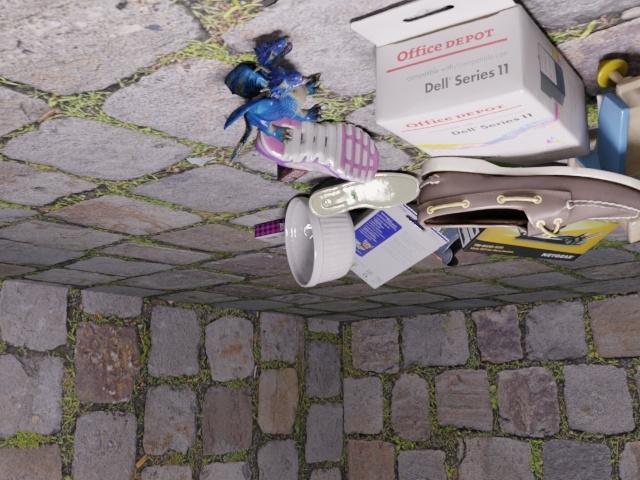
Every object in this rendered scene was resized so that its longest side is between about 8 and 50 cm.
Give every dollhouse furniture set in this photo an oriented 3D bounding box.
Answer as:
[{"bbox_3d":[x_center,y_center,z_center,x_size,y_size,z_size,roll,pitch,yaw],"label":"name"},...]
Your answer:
[{"bbox_3d":[0.532,-0.201,1.107,0.286,0.198,0.303,-22,134,-1],"label":"dollhouse furniture set"}]

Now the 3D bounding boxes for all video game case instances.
[{"bbox_3d":[-0.021,-0.022,1.908,0.232,0.042,0.210,-11,164,39],"label":"video game case"}]

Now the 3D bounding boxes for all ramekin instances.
[{"bbox_3d":[0.000,0.000,1.665,0.109,0.207,0.207,-5,169,-20],"label":"ramekin"}]

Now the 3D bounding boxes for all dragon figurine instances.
[{"bbox_3d":[-0.092,-0.198,1.035,0.144,0.085,0.289,10,163,-38],"label":"dragon figurine"}]

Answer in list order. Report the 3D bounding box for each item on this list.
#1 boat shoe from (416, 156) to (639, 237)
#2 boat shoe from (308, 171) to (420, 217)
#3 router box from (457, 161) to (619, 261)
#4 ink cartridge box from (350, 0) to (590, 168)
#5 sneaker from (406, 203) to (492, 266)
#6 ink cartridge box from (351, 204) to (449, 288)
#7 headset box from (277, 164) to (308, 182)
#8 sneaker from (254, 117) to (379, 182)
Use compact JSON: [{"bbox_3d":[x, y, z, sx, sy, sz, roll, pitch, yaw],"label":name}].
[{"bbox_3d":[0.301,-0.052,1.041,0.324,0.097,0.116,7,166,16],"label":"boat shoe"},{"bbox_3d":[0.091,-0.108,1.515,0.233,0.084,0.079,-9,-156,5],"label":"boat shoe"},{"bbox_3d":[0.482,-0.057,1.530,0.308,0.081,0.243,5,147,-22],"label":"router box"},{"bbox_3d":[0.210,-0.197,0.974,0.207,0.119,0.353,-8,165,35],"label":"ink cartridge box"},{"bbox_3d":[0.261,-0.008,1.745,0.349,0.148,0.131,-6,166,22],"label":"sneaker"},{"bbox_3d":[0.160,-0.006,1.692,0.165,0.065,0.332,40,147,-8],"label":"ink cartridge box"},{"bbox_3d":[-0.049,-0.147,1.316,0.032,0.062,0.083,5,167,-27],"label":"headset box"},{"bbox_3d":[-0.011,-0.156,1.237,0.236,0.095,0.104,13,168,-28],"label":"sneaker"}]
